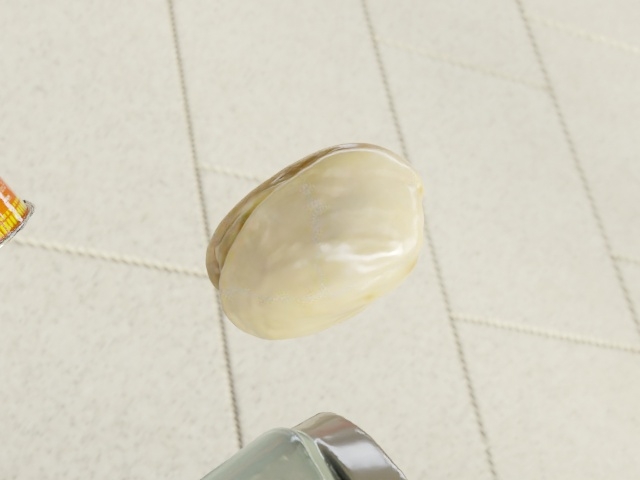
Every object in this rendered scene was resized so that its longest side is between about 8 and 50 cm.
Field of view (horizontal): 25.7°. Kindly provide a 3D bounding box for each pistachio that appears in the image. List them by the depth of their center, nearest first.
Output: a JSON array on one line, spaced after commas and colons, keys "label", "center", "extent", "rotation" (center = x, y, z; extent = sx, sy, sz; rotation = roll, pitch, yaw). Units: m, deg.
[{"label": "pistachio", "center": [0.000, 0.000, 1.896], "extent": [0.238, 0.321, 0.229], "rotation": [51, 7, -32]}]

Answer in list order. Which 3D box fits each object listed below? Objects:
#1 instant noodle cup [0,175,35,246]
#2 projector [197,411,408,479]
[{"label": "instant noodle cup", "center": [-0.567, -0.084, 2.117], "extent": [0.212, 0.193, 0.193], "rotation": [59, 35, -22]}, {"label": "projector", "center": [-0.029, 0.232, 0.901], "extent": [0.163, 0.242, 0.177], "rotation": [55, 7, 21]}]
